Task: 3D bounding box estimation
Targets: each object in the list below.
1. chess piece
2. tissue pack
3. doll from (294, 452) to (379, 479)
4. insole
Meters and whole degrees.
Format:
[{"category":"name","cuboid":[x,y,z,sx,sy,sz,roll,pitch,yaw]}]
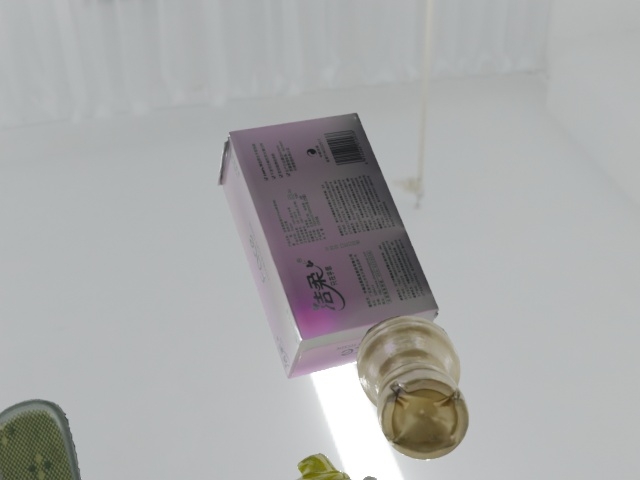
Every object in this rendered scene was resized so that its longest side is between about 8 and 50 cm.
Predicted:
[{"category":"chess piece","cuboid":[0.054,0.087,0.608,0.066,0.066,0.122,0,-171,2]},{"category":"tissue pack","cuboid":[0.000,0.000,1.030,0.149,0.092,0.246,-10,-119,-19]},{"category":"doll","cuboid":[0.015,0.213,0.626,0.062,0.106,0.162,19,-146,-52]},{"category":"insole","cuboid":[-0.227,0.296,0.903,0.109,0.007,0.322,-18,-104,1]}]
